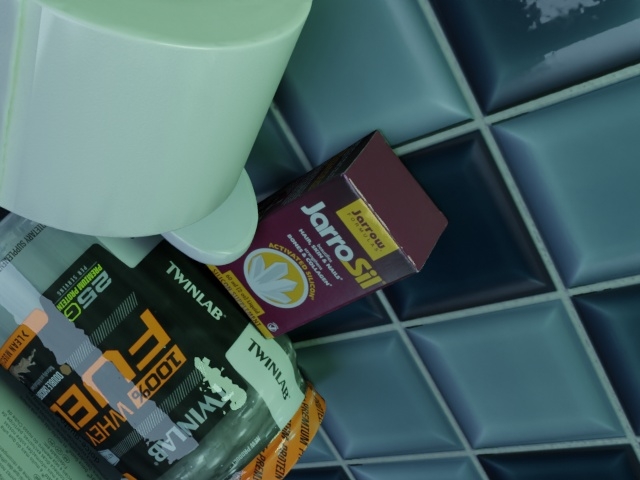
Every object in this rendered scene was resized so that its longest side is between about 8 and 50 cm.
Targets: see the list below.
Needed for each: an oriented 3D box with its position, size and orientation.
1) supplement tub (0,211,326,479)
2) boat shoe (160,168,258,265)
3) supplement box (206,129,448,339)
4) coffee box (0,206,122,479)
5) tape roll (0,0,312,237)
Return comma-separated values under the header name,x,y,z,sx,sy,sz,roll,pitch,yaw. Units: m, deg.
name,x,y,z,sx,sy,sz,roll,pitch,yaw
supplement tub,-0.168,0.102,0.786,0.338,0.207,0.207,44,132,-6
boat shoe,-0.155,-0.071,0.706,0.267,0.096,0.088,44,148,15
supplement box,0.000,0.000,0.704,0.188,0.081,0.104,-28,106,39
coffee box,-0.439,0.207,0.867,0.337,0.334,0.338,-31,105,20
tape roll,-0.147,-0.146,0.573,0.246,0.246,0.169,33,133,4
